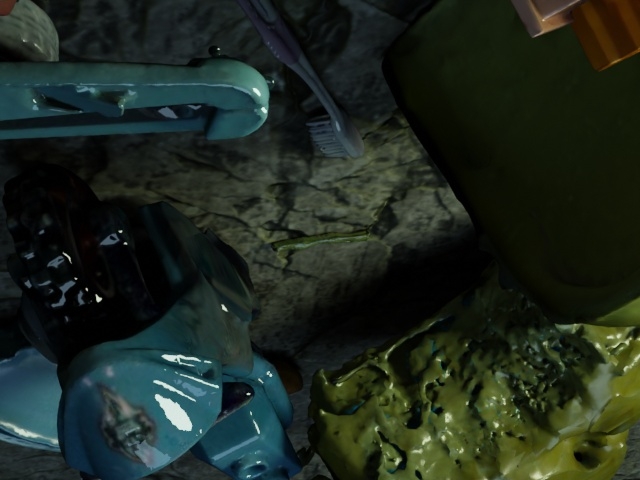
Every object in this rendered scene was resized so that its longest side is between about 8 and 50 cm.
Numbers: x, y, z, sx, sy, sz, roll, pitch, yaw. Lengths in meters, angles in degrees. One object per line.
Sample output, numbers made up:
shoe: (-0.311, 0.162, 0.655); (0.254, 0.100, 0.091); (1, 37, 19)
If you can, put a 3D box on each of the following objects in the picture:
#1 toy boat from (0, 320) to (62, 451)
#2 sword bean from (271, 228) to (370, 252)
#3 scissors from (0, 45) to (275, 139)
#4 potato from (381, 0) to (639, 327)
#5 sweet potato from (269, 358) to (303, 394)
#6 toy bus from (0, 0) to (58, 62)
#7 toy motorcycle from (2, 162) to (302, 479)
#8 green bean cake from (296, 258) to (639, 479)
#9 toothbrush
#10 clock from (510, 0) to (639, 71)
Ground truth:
toy boat: (-0.244, 0.125, 1.184); (0.237, 0.098, 0.109); (19, 94, -31)
sword bean: (0.000, 0.000, 1.122); (0.083, 0.012, 0.012); (-7, 150, -5)
scissors: (-0.214, -0.050, 0.553); (0.392, 0.032, 0.180); (-1, 148, 3)
potato: (0.228, -0.081, 0.797); (0.212, 0.280, 0.330); (12, 142, -31)
sweet potato: (-0.039, 0.135, 1.321); (0.034, 0.034, 0.095); (-22, 160, 18)
toy bus: (-0.171, -0.219, 0.496); (0.233, 0.203, 0.427); (11, 146, -26)
toy motorcycle: (-0.118, 0.108, 1.043); (0.172, 0.232, 0.416); (-26, 149, 5)
green bean cake: (0.147, 0.142, 1.151); (0.310, 0.202, 0.285); (-28, 155, -16)
toothbrush: (-0.038, -0.138, 0.858); (0.029, 0.024, 0.354); (-11, 152, 16)
clock: (0.202, -0.153, 0.509); (0.255, 0.106, 0.220); (-27, 180, 30)
